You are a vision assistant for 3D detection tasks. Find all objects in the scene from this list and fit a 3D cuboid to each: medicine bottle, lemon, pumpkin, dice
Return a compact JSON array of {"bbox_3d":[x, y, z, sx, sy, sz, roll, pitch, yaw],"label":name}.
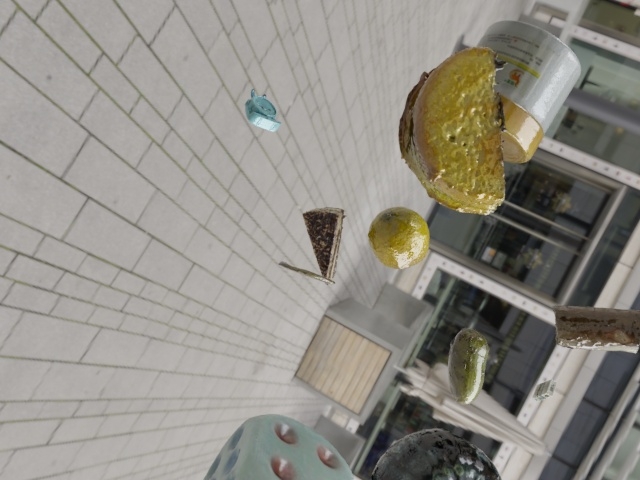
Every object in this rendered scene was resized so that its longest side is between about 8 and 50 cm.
[{"bbox_3d":[0.419,-0.330,1.314,0.232,0.238,0.238,-59,165,-1],"label":"medicine bottle"},{"bbox_3d":[0.248,-0.010,1.847,0.192,0.192,0.231,-55,138,-27],"label":"lemon"},{"bbox_3d":[0.196,0.436,0.978,0.233,0.233,0.163,-59,-172,-14],"label":"pumpkin"},{"bbox_3d":[-0.101,0.549,1.210,0.264,0.262,0.268,-53,-168,15],"label":"dice"}]

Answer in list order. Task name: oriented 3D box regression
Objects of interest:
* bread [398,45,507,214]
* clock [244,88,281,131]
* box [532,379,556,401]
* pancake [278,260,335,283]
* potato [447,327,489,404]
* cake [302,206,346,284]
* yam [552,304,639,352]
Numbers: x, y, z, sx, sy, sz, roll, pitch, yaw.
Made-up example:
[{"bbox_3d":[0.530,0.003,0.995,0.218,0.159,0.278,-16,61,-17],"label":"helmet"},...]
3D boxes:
[{"bbox_3d":[0.203,-0.169,0.926,0.160,0.147,0.260,-158,-114,-89],"label":"bread"},{"bbox_3d":[-0.186,-0.411,1.827,0.108,0.147,0.045,14,134,-38],"label":"clock"},{"bbox_3d":[0.714,0.479,1.863,0.054,0.024,0.083,-58,178,-30],"label":"box"},{"bbox_3d":[-0.026,0.063,1.111,0.115,0.115,0.011,40,71,-75],"label":"pancake"},{"bbox_3d":[0.447,0.390,1.799,0.149,0.113,0.251,-102,-159,-73],"label":"potato"},{"bbox_3d":[-0.006,0.009,1.908,0.112,0.135,0.246,-35,137,-71],"label":"cake"},{"bbox_3d":[0.769,0.243,1.624,0.128,0.238,0.129,-54,136,-46],"label":"yam"}]
